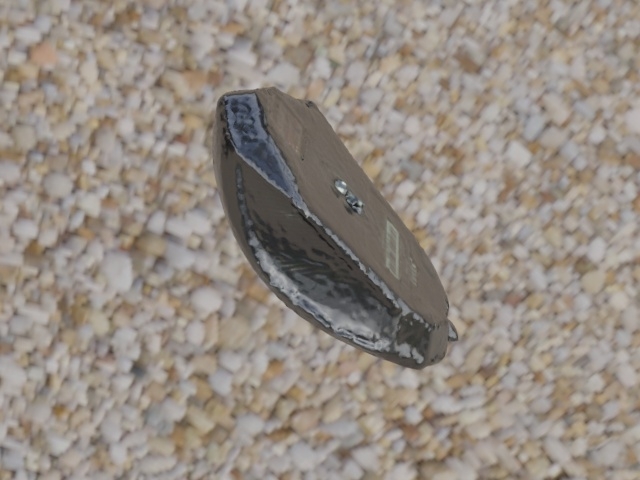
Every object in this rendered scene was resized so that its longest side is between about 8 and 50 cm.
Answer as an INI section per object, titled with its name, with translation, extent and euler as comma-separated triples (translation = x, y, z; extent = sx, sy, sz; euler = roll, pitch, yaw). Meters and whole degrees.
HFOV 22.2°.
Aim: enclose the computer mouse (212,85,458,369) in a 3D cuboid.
[computer mouse]
translation = 0.000, 0.000, 0.769
extent = 0.172, 0.057, 0.099
euler = 48, 20, -22
